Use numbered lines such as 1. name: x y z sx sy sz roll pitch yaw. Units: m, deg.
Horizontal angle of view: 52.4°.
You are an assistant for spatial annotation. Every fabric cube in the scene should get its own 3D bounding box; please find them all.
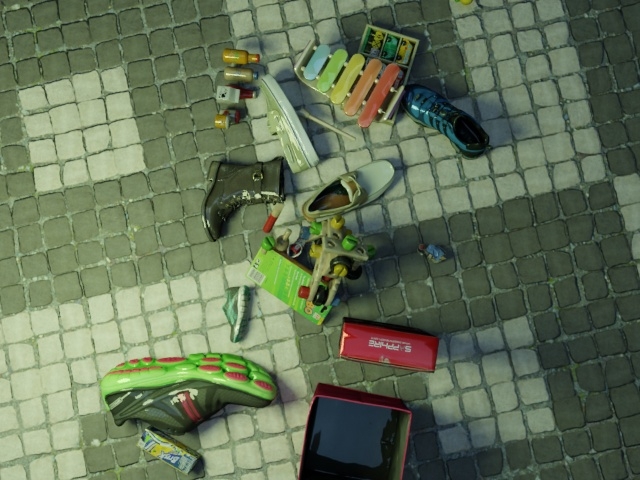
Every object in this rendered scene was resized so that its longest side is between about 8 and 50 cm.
1. fabric cube: 0.085 0.534 1.722 0.258 0.258 0.254 10 85 2

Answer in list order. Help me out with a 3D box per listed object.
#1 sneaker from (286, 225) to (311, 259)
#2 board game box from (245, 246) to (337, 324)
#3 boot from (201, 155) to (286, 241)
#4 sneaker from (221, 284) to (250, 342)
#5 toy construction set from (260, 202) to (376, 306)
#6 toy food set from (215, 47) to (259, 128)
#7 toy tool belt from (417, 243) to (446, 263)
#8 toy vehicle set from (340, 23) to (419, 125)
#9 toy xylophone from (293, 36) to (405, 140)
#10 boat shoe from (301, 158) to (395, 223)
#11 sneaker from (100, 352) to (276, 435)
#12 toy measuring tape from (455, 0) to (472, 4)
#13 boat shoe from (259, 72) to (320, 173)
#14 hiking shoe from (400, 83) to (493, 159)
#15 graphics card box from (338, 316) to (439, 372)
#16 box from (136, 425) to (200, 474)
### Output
1. sneaker: -0.058 0.006 1.872 0.042 0.067 0.119 33 86 4
2. board game box: -0.079 0.123 1.852 0.259 0.039 0.124 35 116 6
3. boot: -0.213 -0.120 1.862 0.228 0.091 0.263 4 82 10
4. sneaker: -0.248 0.209 1.868 0.076 0.065 0.167 4 81 18
5. toy construction set: 0.000 0.000 1.730 0.308 0.237 0.258 32 53 -1
6. toy food set: -0.237 -0.430 1.896 0.104 0.111 0.233 6 82 2
7. toy tool belt: 0.321 0.032 1.869 0.083 0.051 0.052 31 86 4
8. toy vehicle set: 0.176 -0.491 1.932 0.165 0.035 0.267 17 85 3
9. toy xylophone: 0.072 -0.427 1.869 0.322 0.081 0.236 21 86 4
10. boat shoe: 0.087 -0.139 1.865 0.302 0.103 0.113 -33 85 -2
11. sneaker: -0.357 0.430 1.805 0.482 0.185 0.203 -1 102 4
12. toy measuring tape: 0.377 -0.853 1.926 0.121 0.121 0.330 -22 84 -1
13. boat shoe: -0.108 -0.338 1.889 0.094 0.109 0.302 -28 87 0
14. hiking shoe: 0.363 -0.357 1.860 0.304 0.132 0.113 35 84 0
15. graphics card box: 0.165 0.264 1.690 0.232 0.371 0.094 8 85 3
16. box: -0.425 0.587 1.825 0.168 0.059 0.054 29 85 4
